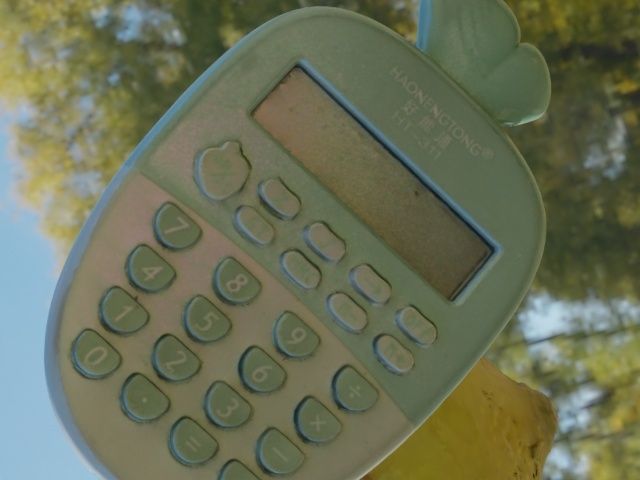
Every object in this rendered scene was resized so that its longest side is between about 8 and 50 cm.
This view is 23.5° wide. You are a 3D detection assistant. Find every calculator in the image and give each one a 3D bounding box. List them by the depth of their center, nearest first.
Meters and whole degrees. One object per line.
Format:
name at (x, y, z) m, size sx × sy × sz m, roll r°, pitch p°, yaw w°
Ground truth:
calculator at (0.000, 0.000, 0.711) m, size 0.184 × 0.295 × 0.042 m, roll 43°, pitch 164°, yaw -6°

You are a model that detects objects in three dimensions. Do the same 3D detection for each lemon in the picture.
lemon at (0.012, 0.165, 1.045) m, size 0.258 × 0.310 × 0.258 m, roll -14°, pitch -90°, yaw -84°
